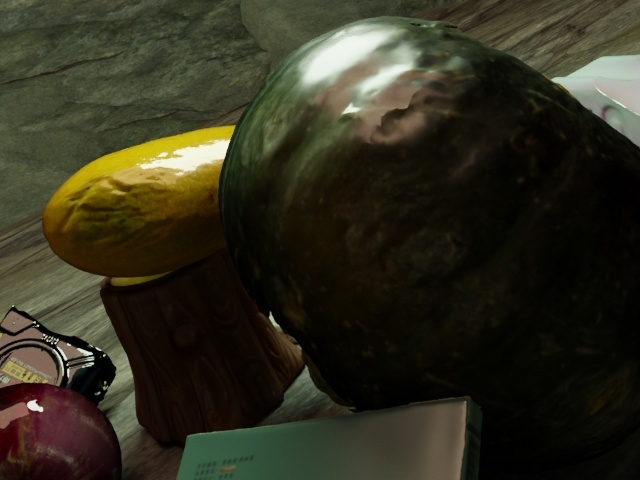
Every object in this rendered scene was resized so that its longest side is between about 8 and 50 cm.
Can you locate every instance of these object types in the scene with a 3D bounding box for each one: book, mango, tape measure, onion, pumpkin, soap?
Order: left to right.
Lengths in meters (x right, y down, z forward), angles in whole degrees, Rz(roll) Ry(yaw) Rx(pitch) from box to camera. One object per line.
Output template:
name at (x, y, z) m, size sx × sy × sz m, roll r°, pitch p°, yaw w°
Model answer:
onion at (-0.348, 0.256, 1.142) m, size 0.207 × 0.201 × 0.200 m, roll -9°, pitch 22°, yaw 21°
tape measure at (-0.405, 0.207, 1.352) m, size 0.199 × 0.112 × 0.186 m, roll 22°, pitch 58°, yaw 17°
mango at (-0.147, -0.051, 1.129) m, size 0.359 × 0.144 × 0.187 m, roll -15°, pitch 29°, yaw -3°
book at (-0.028, 0.285, 0.641) m, size 0.264 × 0.031 × 0.379 m, roll -12°, pitch 48°, yaw 30°
pumpkin at (0.116, 0.006, 0.878) m, size 0.344 × 0.454 × 0.454 m, roll -53°, pitch 17°, yaw 6°
soap at (0.412, -0.154, 1.362) m, size 0.109 × 0.193 × 0.324 m, roll -27°, pitch 18°, yaw -15°

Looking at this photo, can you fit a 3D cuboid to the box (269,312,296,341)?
box at (0.016, 0.072, 1.448) m, size 0.139 × 0.035 × 0.245 m, roll -5°, pitch 25°, yaw 45°

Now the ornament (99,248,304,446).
ornament at (-0.161, 0.118, 1.233) m, size 0.235 × 0.218 × 0.221 m, roll -20°, pitch 18°, yaw 4°
